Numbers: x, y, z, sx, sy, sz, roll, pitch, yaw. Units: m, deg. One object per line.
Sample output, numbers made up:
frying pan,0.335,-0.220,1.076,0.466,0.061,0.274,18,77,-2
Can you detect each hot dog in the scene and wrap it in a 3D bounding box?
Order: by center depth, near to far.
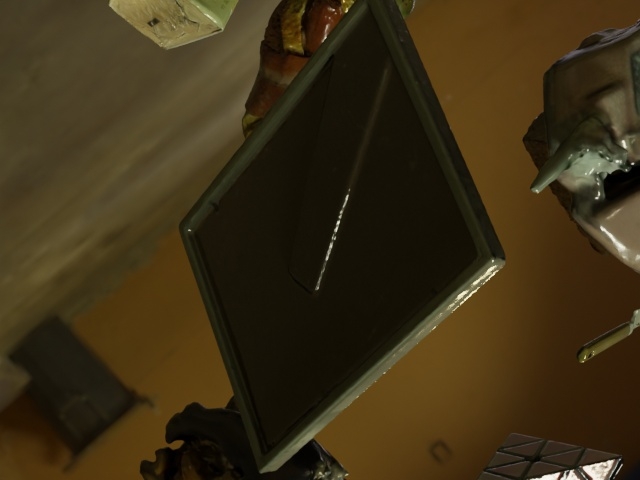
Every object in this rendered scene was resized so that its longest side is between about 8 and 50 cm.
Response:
hot dog,-0.018,-0.172,1.670,0.093,0.123,0.261,-106,-155,-63

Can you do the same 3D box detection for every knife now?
knife,0.452,0.115,2.140,0.298,0.017,0.047,-20,131,-48

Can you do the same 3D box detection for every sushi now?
sushi,-0.101,0.314,1.917,0.200,0.204,0.213,-51,151,-12

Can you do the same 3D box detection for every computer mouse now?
computer mouse,0.246,-0.078,1.069,0.389,0.199,0.115,-28,180,-42

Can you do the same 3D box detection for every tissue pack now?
tissue pack,-0.164,-0.391,2.027,0.159,0.125,0.234,-7,-129,53

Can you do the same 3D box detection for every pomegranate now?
pomegranate,0.093,-0.334,2.050,0.073,0.073,0.084,-41,-165,-11

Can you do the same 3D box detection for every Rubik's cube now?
Rubik's cube,0.312,0.307,2.030,0.190,0.211,0.178,-32,-149,9

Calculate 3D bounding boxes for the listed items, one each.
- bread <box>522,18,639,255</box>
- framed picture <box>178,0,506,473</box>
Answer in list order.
bread,0.389,-0.168,1.486,0.416,0.165,0.113,-42,-157,-17
framed picture,0.000,0.000,1.112,0.020,0.240,0.324,0,146,-36
